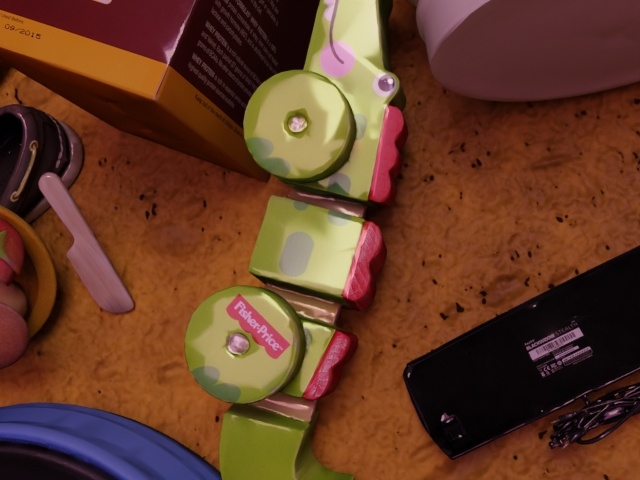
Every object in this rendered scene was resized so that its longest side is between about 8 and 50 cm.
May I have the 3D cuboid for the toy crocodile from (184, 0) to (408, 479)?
[{"bbox_3d":[0.000,0.000,0.536,0.105,0.115,0.341,13,86,10],"label":"toy crocodile"}]

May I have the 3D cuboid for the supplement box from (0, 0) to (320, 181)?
[{"bbox_3d":[-0.081,-0.164,0.541,0.129,0.191,0.194,21,87,16],"label":"supplement box"}]

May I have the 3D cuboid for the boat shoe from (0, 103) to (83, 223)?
[{"bbox_3d":[-0.269,-0.005,0.624,0.081,0.068,0.228,40,92,16],"label":"boat shoe"}]

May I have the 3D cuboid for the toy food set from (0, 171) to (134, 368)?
[{"bbox_3d":[-0.246,0.041,0.562,0.217,0.071,0.128,-15,120,1],"label":"toy food set"}]

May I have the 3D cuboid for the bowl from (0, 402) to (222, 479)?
[{"bbox_3d":[-0.192,0.301,0.545,0.391,0.077,0.391,-3,80,15],"label":"bowl"}]

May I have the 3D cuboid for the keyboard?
[{"bbox_3d":[0.153,0.080,0.533,0.192,0.038,0.100,-28,52,9],"label":"keyboard"}]

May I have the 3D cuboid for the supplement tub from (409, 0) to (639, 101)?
[{"bbox_3d":[0.130,-0.259,0.487,0.228,0.228,0.316,-11,79,12],"label":"supplement tub"}]
